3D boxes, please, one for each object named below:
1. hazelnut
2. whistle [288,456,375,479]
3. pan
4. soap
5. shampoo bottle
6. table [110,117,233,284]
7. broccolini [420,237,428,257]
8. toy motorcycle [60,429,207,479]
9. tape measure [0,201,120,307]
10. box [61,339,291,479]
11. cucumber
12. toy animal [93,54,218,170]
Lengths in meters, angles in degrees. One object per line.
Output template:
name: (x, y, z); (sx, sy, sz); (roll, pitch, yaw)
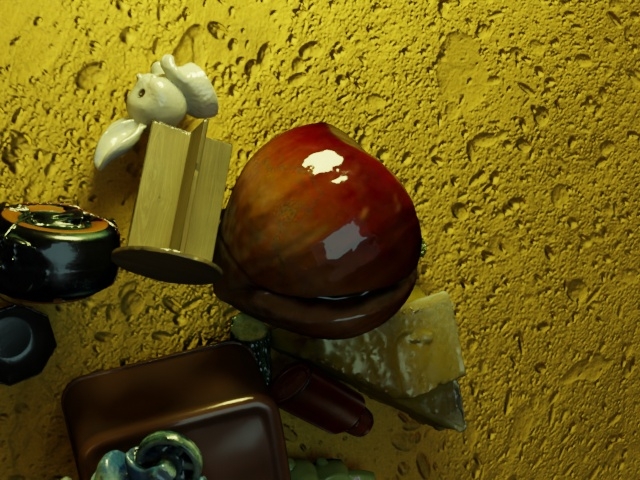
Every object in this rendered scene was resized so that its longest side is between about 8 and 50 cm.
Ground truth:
hazelnut: (0.000, 0.000, 1.696); (0.359, 0.409, 0.359); (1, 95, 7)
whistle: (0.004, 0.463, 2.000); (0.227, 0.085, 0.105); (4, 101, -29)
pan: (-0.525, 0.174, 1.646); (0.201, 0.048, 0.128); (-21, 110, -26)
soap: (0.096, 0.271, 1.958); (0.338, 0.169, 0.305); (-15, 100, -25)
shampoo bottle: (0.012, 0.304, 1.936); (0.102, 0.064, 0.260); (-43, 139, 9)
table: (-0.213, -0.064, 1.581); (0.167, 0.167, 0.227); (20, 69, -32)
broccolini: (0.118, -0.039, 1.964); (0.216, 0.067, 0.058); (41, 78, -22)
toy motorcycle: (-0.248, 0.430, 1.509); (0.241, 0.182, 0.319); (-23, 112, -10)
tape measure: (-0.416, 0.012, 1.580); (0.222, 0.202, 0.135); (-1, 107, -24)
box: (-0.233, 0.338, 1.711); (0.339, 0.229, 0.240); (-13, 108, -14)
cucumber: (-0.122, 0.265, 1.889); (0.077, 0.077, 0.265); (-12, 110, -27)
toy animal: (-0.286, -0.207, 1.654); (0.220, 0.103, 0.131); (-31, 117, -20)
